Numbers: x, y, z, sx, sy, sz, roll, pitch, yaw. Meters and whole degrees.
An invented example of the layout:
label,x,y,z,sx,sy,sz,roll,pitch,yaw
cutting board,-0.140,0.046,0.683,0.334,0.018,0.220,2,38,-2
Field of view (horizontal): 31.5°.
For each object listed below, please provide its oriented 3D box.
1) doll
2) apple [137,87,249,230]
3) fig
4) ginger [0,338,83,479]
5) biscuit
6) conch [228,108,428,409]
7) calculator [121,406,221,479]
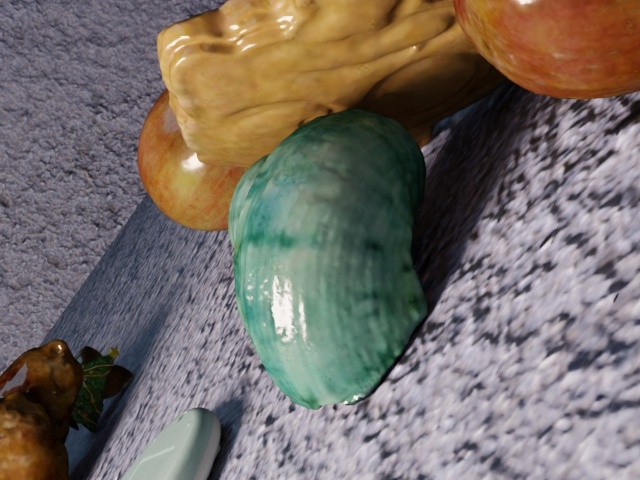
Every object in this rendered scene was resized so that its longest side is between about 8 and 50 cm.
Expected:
label,x,y,z,sx,sy,sz,roll,pitch,yaw
doll,-0.295,0.184,1.434,0.113,0.078,0.076,-61,-13,3
apple,-0.131,-0.106,1.388,0.174,0.188,0.188,-52,12,28
fig,0.158,-0.175,0.599,0.205,0.205,0.205,-50,14,17
ginger,-0.418,0.322,1.327,0.418,0.176,0.254,-49,19,20
biscuit,0.026,-0.117,0.810,0.269,0.051,0.376,-15,-16,-4
conch,-0.002,-0.002,0.790,0.196,0.134,0.202,-53,14,-1
calculator,-0.167,0.258,0.900,0.184,0.042,0.295,-33,23,57
